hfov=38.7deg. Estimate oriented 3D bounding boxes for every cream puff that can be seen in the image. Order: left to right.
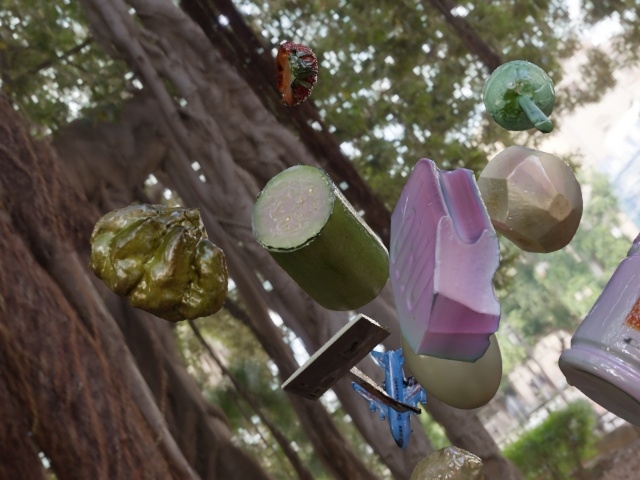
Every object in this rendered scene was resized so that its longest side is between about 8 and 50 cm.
[{"bbox_3d":[-0.270,0.037,1.536,0.244,0.196,0.244,5,0,0],"label":"cream puff"}]

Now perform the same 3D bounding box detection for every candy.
[{"bbox_3d":[0.316,-0.201,1.371,0.119,0.119,0.440,-40,7,14],"label":"candy"}]

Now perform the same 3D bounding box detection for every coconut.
[{"bbox_3d":[0.444,-0.086,1.901,0.197,0.237,0.237,-53,-15,-6],"label":"coconut"}]

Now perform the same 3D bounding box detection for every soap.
[{"bbox_3d":[0.189,0.038,1.420,0.109,0.324,0.193,12,-56,-14],"label":"soap"}]

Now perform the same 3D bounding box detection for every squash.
[{"bbox_3d":[0.000,0.000,2.454,0.263,0.263,0.384,-37,-39,4],"label":"squash"}]

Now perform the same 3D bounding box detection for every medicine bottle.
[{"bbox_3d":[0.537,0.119,1.426,0.316,0.202,0.202,-54,-14,-11],"label":"medicine bottle"}]

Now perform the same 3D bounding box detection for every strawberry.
[{"bbox_3d":[-0.050,-0.377,2.074,0.085,0.140,0.192,-16,-43,-15],"label":"strawberry"}]

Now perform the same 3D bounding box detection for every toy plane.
[{"bbox_3d":[0.205,0.417,2.426,0.254,0.271,0.105,-15,-9,30],"label":"toy plane"}]

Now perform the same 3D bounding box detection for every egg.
[{"bbox_3d":[0.261,0.220,1.805,0.186,0.242,0.186,-27,-16,-8],"label":"egg"}]

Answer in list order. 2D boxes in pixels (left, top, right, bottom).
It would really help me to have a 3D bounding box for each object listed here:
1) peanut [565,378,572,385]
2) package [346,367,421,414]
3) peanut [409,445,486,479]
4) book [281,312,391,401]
[{"bbox_3d":[0.649,0.325,2.244,0.054,0.054,0.113,-18,-21,-45],"label":"peanut"},{"bbox_3d":[0.110,0.325,2.057,0.030,0.239,0.154,-55,4,-13],"label":"package"},{"bbox_3d":[0.203,0.511,1.700,0.159,0.143,0.291,28,-75,-28],"label":"peanut"},{"bbox_3d":[0.027,0.195,1.503,0.181,0.014,0.127,-44,-31,7],"label":"book"}]
